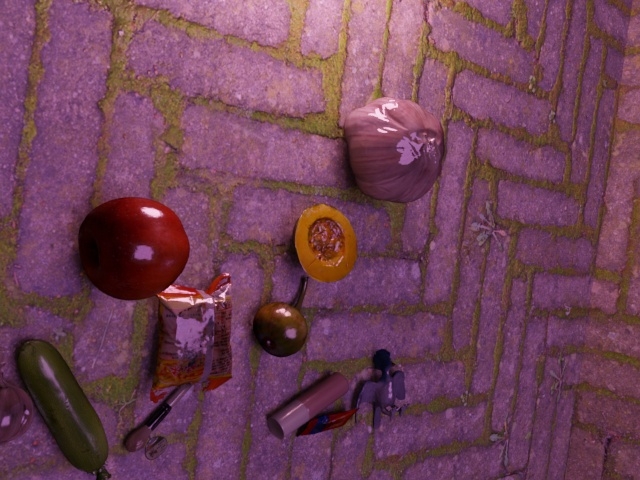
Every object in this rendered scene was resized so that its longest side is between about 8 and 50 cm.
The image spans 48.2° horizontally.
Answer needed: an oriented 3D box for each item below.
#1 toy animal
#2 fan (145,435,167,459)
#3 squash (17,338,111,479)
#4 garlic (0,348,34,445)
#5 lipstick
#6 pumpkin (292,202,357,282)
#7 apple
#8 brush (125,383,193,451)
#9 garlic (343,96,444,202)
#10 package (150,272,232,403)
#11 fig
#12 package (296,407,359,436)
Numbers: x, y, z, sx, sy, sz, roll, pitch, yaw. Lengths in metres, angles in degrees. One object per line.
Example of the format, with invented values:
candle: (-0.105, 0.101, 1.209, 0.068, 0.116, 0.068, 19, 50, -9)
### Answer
toy animal: (0.198, 0.468, 2.215, 0.239, 0.176, 0.255, -5, 134, -39)
fan: (-0.402, 0.492, 1.708, 0.080, 0.003, 0.060, 41, 68, -39)
squash: (-0.530, 0.367, 1.509, 0.101, 0.101, 0.378, -34, 119, -35)
garlic: (-0.629, 0.309, 1.403, 0.131, 0.127, 0.194, 26, 59, -38)
lipstick: (-0.031, 0.459, 2.001, 0.254, 0.070, 0.070, -28, 114, -37)
pumpkin: (-0.007, 0.008, 1.943, 0.217, 0.110, 0.217, 3, 85, -35)
apple: (-0.392, 0.017, 1.501, 0.201, 0.218, 0.218, -16, 107, -49)
brush: (-0.354, 0.388, 1.716, 0.299, 0.042, 0.039, -46, 152, -30)
garlic: (0.213, -0.250, 1.995, 0.317, 0.259, 0.317, -8, 101, -47)
package: (-0.299, 0.227, 1.685, 0.223, 0.108, 0.288, -4, 93, -38)
fig: (-0.083, 0.195, 1.905, 0.245, 0.149, 0.149, -57, 132, -46)
package: (0.024, 0.527, 2.072, 0.200, 0.022, 0.083, -2, 135, -43)
